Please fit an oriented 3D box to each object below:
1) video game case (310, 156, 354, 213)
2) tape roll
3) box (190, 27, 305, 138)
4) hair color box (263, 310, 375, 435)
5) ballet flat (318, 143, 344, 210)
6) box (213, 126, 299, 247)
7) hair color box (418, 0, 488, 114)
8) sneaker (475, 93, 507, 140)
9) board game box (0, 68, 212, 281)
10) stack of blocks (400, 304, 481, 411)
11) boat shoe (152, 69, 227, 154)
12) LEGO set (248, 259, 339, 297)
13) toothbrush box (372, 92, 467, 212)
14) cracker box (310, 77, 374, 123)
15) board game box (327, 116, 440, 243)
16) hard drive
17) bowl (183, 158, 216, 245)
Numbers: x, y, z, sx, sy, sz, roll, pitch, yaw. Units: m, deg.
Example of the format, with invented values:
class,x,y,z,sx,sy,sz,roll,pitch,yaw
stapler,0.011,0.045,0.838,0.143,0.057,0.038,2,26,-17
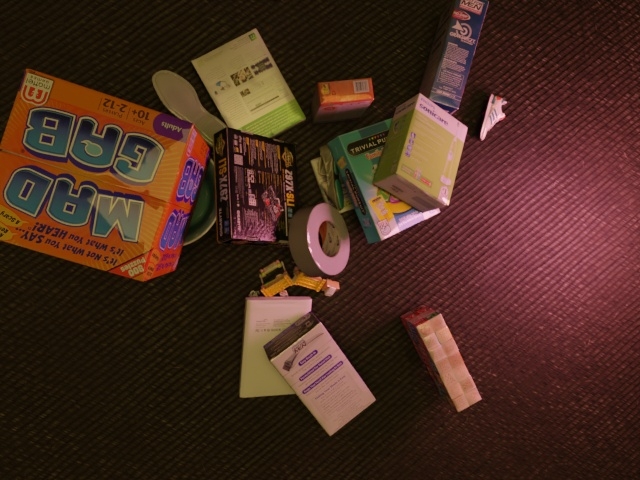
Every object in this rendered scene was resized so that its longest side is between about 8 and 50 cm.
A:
class,x,y,z,sx,sy,sz,roll,pitch,yaw
video game case,0.096,-0.201,1.580,0.212,0.023,0.193,-20,92,-7
tape roll,0.000,0.000,1.476,0.072,0.219,0.219,-9,92,36
box,-0.223,-0.462,1.527,0.232,0.058,0.322,-29,92,-6
hair color box,-0.001,0.405,1.484,0.185,0.110,0.339,-36,112,-7
ballet flat,0.031,-0.196,1.535,0.068,0.072,0.213,-6,90,20
box,-0.181,-0.146,1.424,0.257,0.079,0.322,5,77,-46
hair color box,0.407,-0.570,1.541,0.105,0.174,0.347,16,88,-6
sneaker,0.572,-0.403,1.619,0.075,0.057,0.161,17,85,-1
board game box,-0.503,-0.134,1.178,0.356,0.356,0.357,18,88,-6
stack of blocks,0.374,0.365,1.540,0.087,0.171,0.297,-27,94,-6
boat shoe,-0.397,-0.380,1.486,0.114,0.091,0.302,-41,93,-25
LEGO set,-0.089,0.123,1.539,0.286,0.107,0.132,-13,126,-11
toothbrush box,0.305,-0.259,1.472,0.206,0.122,0.283,26,71,-23
cracker box,0.058,-0.416,1.470,0.155,0.232,0.067,-7,90,-7
board game box,0.202,-0.193,1.523,0.253,0.079,0.336,-25,94,-28
hard drive,-0.139,0.325,1.497,0.203,0.040,0.308,2,101,-20
bowl,-0.439,-0.133,1.446,0.311,0.163,0.312,0,90,-7
